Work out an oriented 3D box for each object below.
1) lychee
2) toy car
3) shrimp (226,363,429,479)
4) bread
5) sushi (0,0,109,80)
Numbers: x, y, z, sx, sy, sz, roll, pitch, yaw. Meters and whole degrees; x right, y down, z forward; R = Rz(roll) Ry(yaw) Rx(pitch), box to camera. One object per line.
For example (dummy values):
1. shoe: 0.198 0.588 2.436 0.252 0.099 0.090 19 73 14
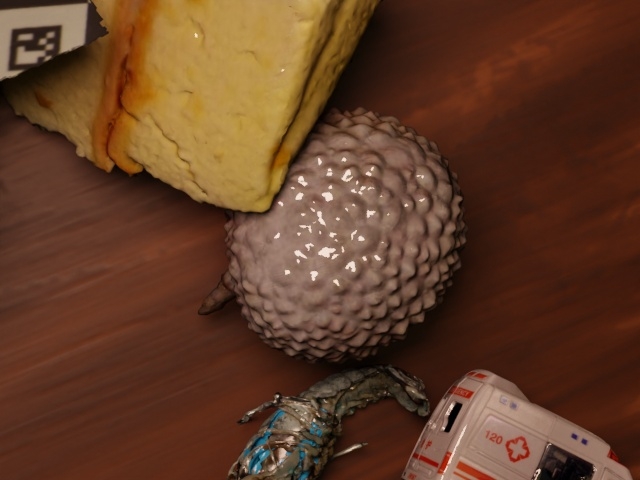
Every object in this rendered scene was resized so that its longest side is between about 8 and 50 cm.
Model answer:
1. lychee: 0.000 0.000 1.061 0.197 0.165 0.165 -16 98 15
2. toy car: 0.166 0.179 1.150 0.210 0.089 0.108 29 81 -11
3. shrimp: -0.009 0.138 1.126 0.174 0.076 0.082 -31 141 -15
4. bread: -0.090 -0.135 1.034 0.240 0.135 0.178 28 120 22
5. sushi: -0.304 -0.178 0.936 0.292 0.059 0.294 -27 61 -9
